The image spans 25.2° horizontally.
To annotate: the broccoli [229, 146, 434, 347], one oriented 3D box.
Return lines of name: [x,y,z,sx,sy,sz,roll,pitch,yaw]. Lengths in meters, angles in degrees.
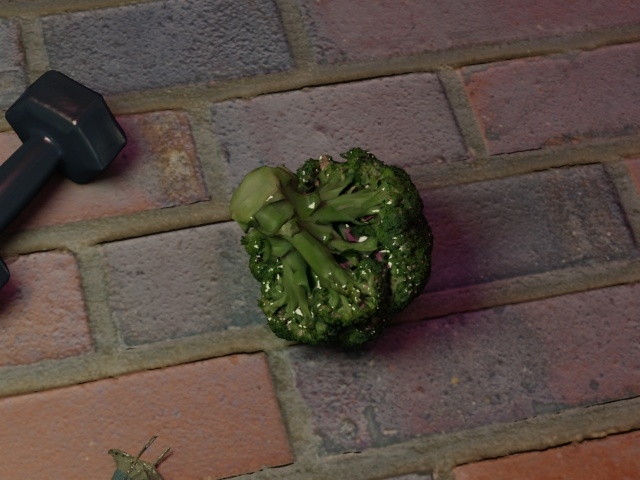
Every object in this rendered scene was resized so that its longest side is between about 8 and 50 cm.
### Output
broccoli: [0.000,0.000,1.715,0.270,0.270,0.270,31,46,-42]

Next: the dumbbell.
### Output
dumbbell: [-0.383,-0.062,1.759,0.156,0.143,0.316,30,60,11]

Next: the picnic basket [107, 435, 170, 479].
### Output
picnic basket: [-0.205,0.260,1.635,0.083,0.065,0.083,33,82,23]
